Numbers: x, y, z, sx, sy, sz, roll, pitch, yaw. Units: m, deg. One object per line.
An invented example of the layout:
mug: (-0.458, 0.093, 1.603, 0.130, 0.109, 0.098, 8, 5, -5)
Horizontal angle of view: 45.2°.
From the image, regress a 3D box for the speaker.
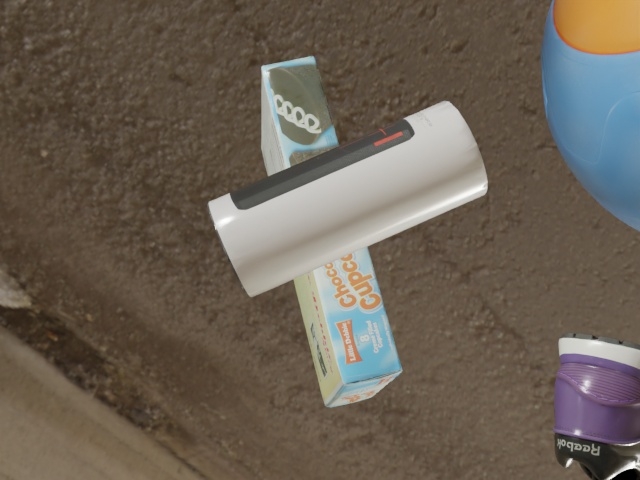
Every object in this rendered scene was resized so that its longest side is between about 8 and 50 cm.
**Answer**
speaker: (0.015, -0.021, 0.397, 0.136, 0.055, 0.055, -23, 130, -2)

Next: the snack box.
snack box: (0.000, 0.000, 0.792, 0.060, 0.321, 0.187, -12, 164, -8)

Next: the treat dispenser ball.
treat dispenser ball: (0.304, -0.131, 0.543, 0.288, 0.288, 0.288, 10, 137, 10)

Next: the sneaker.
sneaker: (0.287, 0.181, 0.708, 0.107, 0.124, 0.283, 2, 160, 46)
